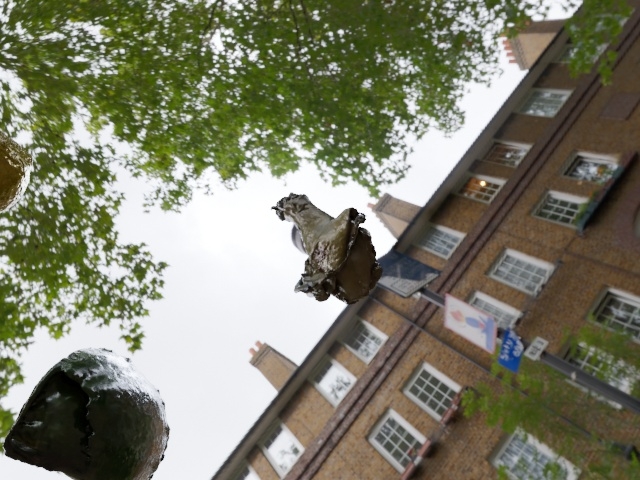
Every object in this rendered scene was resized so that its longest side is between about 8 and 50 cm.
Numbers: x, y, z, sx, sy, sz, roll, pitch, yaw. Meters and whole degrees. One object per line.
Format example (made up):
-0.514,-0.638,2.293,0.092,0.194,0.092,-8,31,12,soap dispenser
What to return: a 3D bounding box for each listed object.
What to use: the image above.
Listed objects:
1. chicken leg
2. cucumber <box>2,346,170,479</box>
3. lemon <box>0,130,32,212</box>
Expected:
0.007,-0.003,0.618,0.125,0.196,0.080,-24,-33,7,chicken leg
-0.223,0.202,0.510,0.105,0.325,0.145,15,-118,-3,cucumber
-0.225,-0.046,0.299,0.065,0.092,0.065,-1,-59,-2,lemon
